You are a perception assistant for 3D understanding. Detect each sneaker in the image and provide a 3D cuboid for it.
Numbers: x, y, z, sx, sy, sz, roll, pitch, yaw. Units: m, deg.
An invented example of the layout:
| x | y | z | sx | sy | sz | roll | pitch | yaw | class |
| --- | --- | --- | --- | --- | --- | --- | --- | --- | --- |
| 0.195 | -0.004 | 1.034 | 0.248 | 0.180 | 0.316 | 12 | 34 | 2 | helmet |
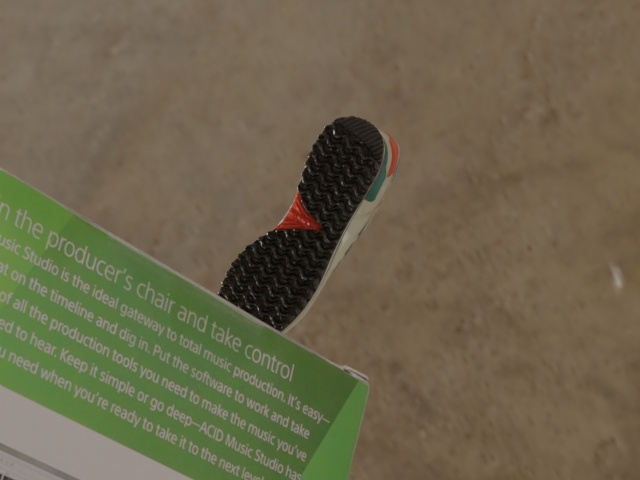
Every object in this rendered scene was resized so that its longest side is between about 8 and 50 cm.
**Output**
| x | y | z | sx | sy | sz | roll | pitch | yaw | class |
| --- | --- | --- | --- | --- | --- | --- | --- | --- | --- |
| 0.000 | 0.000 | 1.213 | 0.057 | 0.075 | 0.161 | 35 | 100 | 21 | sneaker |

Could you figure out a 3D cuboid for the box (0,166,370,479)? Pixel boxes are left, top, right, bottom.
| x | y | z | sx | sy | sz | roll | pitch | yaw | class |
| --- | --- | --- | --- | --- | --- | --- | --- | --- | --- |
| -0.107 | 0.155 | 0.682 | 0.058 | 0.232 | 0.322 | -4 | 62 | 43 | box |
